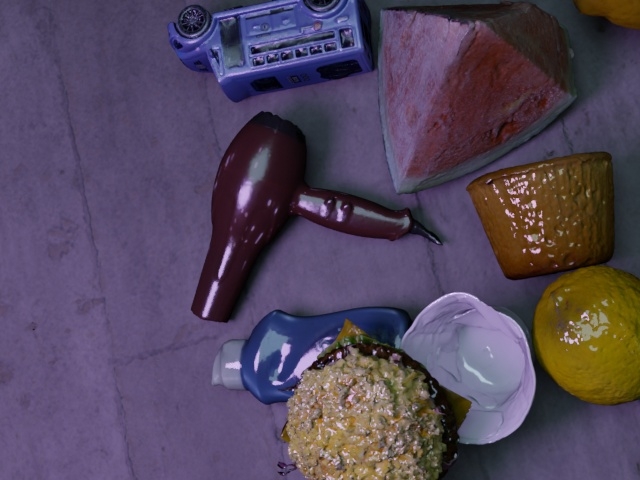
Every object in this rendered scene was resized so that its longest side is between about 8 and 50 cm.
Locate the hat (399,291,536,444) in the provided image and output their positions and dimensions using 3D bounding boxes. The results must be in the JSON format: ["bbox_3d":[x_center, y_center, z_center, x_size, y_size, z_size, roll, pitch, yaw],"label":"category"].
[{"bbox_3d":[0.213,0.158,1.677,0.203,0.126,0.203,5,101,25],"label":"hat"}]

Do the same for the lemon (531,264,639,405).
[{"bbox_3d":[0.364,0.121,1.620,0.180,0.193,0.181,-19,30,12],"label":"lemon"}]

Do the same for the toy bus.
[{"bbox_3d":[-0.072,-0.285,1.854,0.292,0.125,0.133,-10,77,10],"label":"toy bus"}]

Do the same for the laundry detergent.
[{"bbox_3d":[-0.014,0.166,1.760,0.289,0.094,0.143,-3,91,13],"label":"laundry detergent"}]

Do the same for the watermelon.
[{"bbox_3d":[0.207,-0.199,1.715,0.283,0.292,0.251,-7,107,12],"label":"watermelon"}]

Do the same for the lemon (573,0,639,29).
[{"bbox_3d":[0.450,-0.410,1.697,0.233,0.233,0.288,44,93,18],"label":"lemon"}]

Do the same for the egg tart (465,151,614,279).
[{"bbox_3d":[0.300,-0.029,1.678,0.202,0.202,0.147,-10,85,12],"label":"egg tart"}]

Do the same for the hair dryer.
[{"bbox_3d":[0.000,0.000,1.806,0.340,0.123,0.313,16,94,6],"label":"hair dryer"}]

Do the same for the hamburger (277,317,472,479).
[{"bbox_3d":[0.053,0.247,1.628,0.243,0.138,0.262,31,115,15],"label":"hamburger"}]
